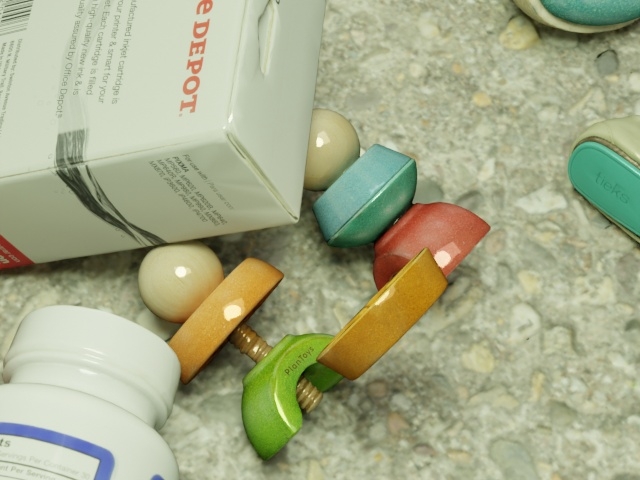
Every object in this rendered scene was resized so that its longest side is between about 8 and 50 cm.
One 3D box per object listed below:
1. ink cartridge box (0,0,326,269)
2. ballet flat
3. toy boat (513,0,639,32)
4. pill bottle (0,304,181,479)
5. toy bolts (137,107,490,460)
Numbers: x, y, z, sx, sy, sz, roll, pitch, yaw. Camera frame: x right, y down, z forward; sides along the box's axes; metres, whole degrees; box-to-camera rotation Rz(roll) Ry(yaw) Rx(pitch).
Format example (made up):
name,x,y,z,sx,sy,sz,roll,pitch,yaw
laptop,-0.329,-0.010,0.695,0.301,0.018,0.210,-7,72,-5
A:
name,x,y,z,sx,sy,sz,roll,pitch,yaw
ink cartridge box,-0.144,-0.101,1.135,0.273,0.114,0.197,-9,56,25
ballet flat,0.294,-0.004,1.246,0.086,0.086,0.248,-32,68,-24
toy boat,0.281,-0.308,1.338,0.318,0.148,0.267,-12,105,-34
pill bottle,-0.174,0.183,1.017,0.152,0.152,0.272,15,58,0
toy bolts,0.000,0.000,1.122,0.158,0.218,0.228,45,55,1
